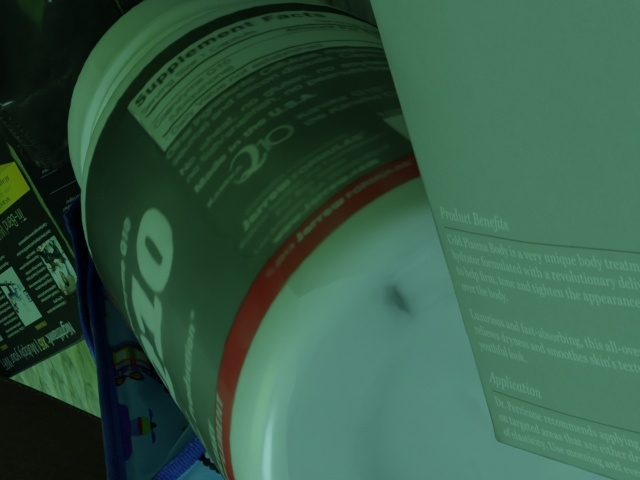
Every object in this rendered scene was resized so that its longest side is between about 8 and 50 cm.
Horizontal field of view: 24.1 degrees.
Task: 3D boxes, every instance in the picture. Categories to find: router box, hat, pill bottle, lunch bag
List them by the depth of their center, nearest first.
[{"bbox_3d":[0.000,0.000,0.578,0.283,0.161,0.161,-135,27,-58],"label":"pill bottle"},{"bbox_3d":[-0.164,-0.138,0.798,0.331,0.134,0.331,53,165,21],"label":"hat"},{"bbox_3d":[-0.041,0.094,0.839,0.221,0.138,0.293,58,176,-33],"label":"lunch bag"},{"bbox_3d":[-0.234,-0.032,1.116,0.243,0.081,0.309,61,149,-3],"label":"router box"}]

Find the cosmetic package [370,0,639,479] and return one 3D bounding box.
[{"bbox_3d":[0.083,-0.061,0.361,0.127,0.107,0.238,13,120,60],"label":"cosmetic package"}]

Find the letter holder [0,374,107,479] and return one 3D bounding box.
[{"bbox_3d":[-0.226,0.195,1.198,0.302,0.214,0.152,25,125,-6],"label":"letter holder"}]
